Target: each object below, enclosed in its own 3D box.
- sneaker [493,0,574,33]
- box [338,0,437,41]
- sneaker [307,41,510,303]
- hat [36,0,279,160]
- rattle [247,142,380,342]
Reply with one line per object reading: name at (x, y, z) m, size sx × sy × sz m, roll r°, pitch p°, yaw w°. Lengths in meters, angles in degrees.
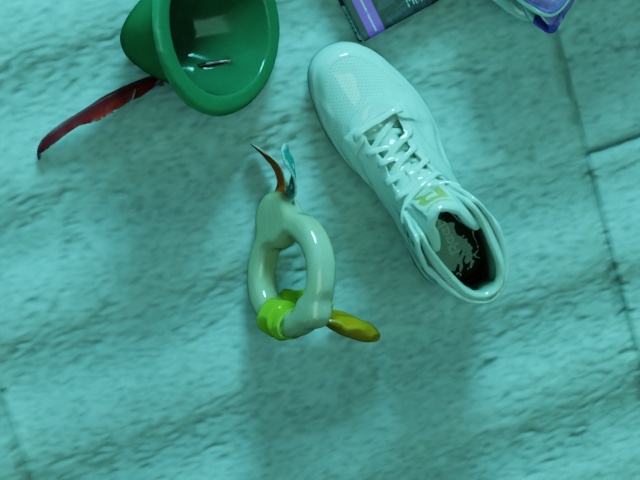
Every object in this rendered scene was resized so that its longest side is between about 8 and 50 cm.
sneaker at (0.276, -0.284, 1.353) m, size 0.282 × 0.102 × 0.161 m, roll 5°, pitch 92°, yaw -9°
box at (0.085, -0.290, 1.357) m, size 0.162 × 0.029 × 0.116 m, roll -28°, pitch 104°, yaw -4°
sneaker at (0.096, -0.069, 1.322) m, size 0.108 × 0.169 × 0.292 m, roll -34°, pitch 102°, yaw -2°
hat at (-0.172, -0.200, 1.324) m, size 0.208 × 0.183 × 0.173 m, roll -35°, pitch 117°, yaw -47°
rattle at (0.000, 0.000, 1.366) m, size 0.142 × 0.130 × 0.200 m, roll 0°, pitch 72°, yaw -22°
